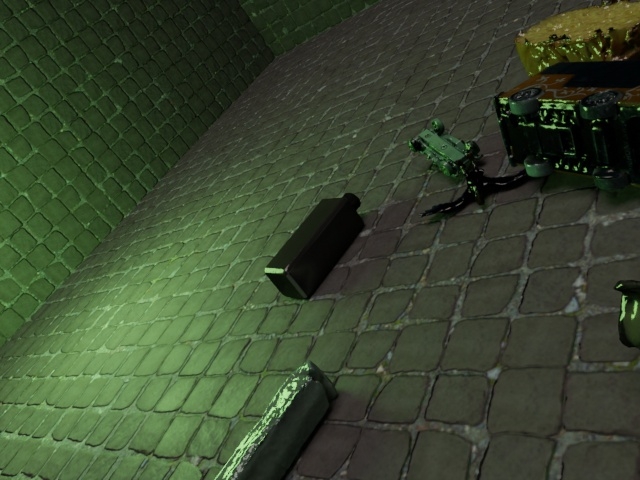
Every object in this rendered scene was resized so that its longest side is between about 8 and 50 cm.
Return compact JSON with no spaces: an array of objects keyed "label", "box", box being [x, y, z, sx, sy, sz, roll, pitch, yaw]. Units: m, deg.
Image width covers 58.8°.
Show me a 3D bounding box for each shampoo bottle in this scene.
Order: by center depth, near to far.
[{"label":"shampoo bottle","box":[0.000,0.000,1.110,0.079,0.080,0.246,0,45,49]}]

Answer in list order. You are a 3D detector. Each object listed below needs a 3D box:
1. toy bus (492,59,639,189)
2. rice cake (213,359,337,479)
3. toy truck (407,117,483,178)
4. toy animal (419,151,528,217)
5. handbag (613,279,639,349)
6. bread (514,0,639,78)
[{"label":"toy bus","box":[0.403,-0.171,0.805,0.167,0.138,0.275,-31,26,-15]},{"label":"rice cake","box":[-0.092,0.303,0.737,0.336,0.066,0.063,-48,28,-25]},{"label":"toy truck","box":[0.244,-0.168,1.109,0.080,0.078,0.154,-38,43,-2]},{"label":"toy animal","box":[0.268,-0.098,0.980,0.220,0.062,0.107,-26,46,19]},{"label":"handbag","box":[0.470,0.001,0.448,0.325,0.162,0.327,-42,18,-18]},{"label":"bread","box":[0.477,-0.328,0.998,0.160,0.147,0.261,-37,24,-19]}]
